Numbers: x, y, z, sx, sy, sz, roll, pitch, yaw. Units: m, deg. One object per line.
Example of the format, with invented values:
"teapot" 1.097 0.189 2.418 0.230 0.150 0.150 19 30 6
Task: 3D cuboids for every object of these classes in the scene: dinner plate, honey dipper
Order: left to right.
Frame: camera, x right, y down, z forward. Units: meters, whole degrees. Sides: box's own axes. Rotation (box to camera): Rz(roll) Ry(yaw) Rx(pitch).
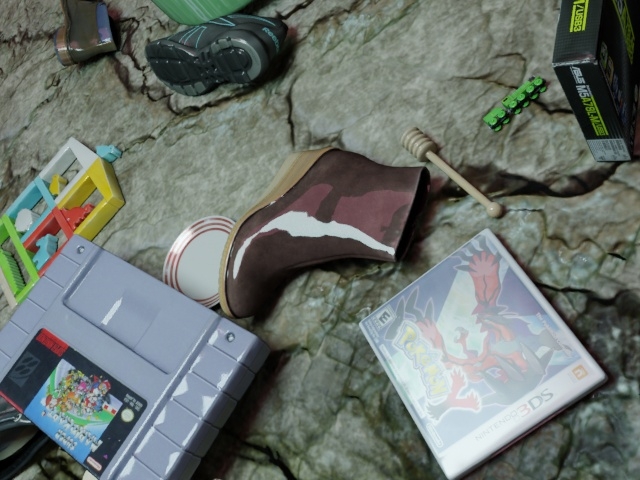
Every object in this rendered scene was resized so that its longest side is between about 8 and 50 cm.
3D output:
"dinner plate" -0.158 0.032 0.948 0.141 0.017 0.141 -12 64 26
"honey dipper" 0.153 -0.078 0.803 0.030 0.030 0.160 -45 55 6

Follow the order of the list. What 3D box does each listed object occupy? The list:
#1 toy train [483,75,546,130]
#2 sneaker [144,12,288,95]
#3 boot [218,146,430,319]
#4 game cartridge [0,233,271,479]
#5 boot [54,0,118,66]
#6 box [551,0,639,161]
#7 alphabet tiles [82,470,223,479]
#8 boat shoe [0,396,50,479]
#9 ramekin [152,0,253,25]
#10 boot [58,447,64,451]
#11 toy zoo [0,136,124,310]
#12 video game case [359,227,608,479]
"toy train" 0.227 -0.162 0.804 0.083 0.017 0.023 -42 43 8
"sneaker" -0.162 -0.291 1.066 0.267 0.101 0.106 8 48 37
"boot" 0.000 0.000 0.820 0.207 0.090 0.248 15 73 37
"game cartridge" -0.259 0.148 0.854 0.355 0.068 0.230 23 69 32
"boot" -0.428 -0.416 1.295 0.106 0.082 0.219 -8 58 4
"box" 0.282 -0.200 0.680 0.045 0.191 0.184 4 70 35
"alphabet tiles" -0.213 0.390 0.817 0.284 0.021 0.277 -25 58 19
"boat shoe" -0.490 0.314 0.953 0.340 0.127 0.113 -34 43 3
"ramekin" -0.179 -0.489 1.094 0.304 0.148 0.303 -17 52 23
"boot" -0.252 0.192 0.901 0.197 0.073 0.152 -19 61 9
"toy zoo" -0.436 -0.046 1.142 0.293 0.030 0.192 -47 53 5
"video game case" 0.158 0.113 0.717 0.183 0.023 0.201 -38 54 11
